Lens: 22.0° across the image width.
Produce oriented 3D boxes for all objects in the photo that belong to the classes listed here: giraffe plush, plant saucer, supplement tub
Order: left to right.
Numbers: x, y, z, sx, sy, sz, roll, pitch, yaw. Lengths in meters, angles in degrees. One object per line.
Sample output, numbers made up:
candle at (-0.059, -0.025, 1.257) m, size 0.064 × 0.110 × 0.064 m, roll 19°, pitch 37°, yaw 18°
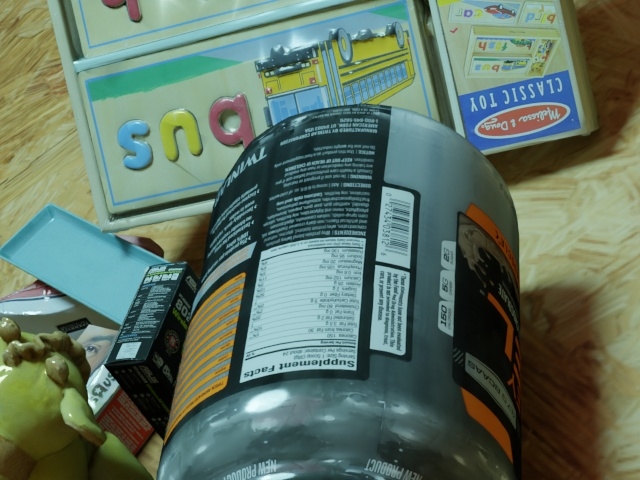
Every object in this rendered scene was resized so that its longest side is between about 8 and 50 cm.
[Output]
giraffe plush at (-0.193, 0.135, 1.092) m, size 0.181 × 0.170 × 0.210 m, roll 13°, pitch 62°, yaw 9°
plant saucer at (-0.185, 0.023, 1.330) m, size 0.192 × 0.018 × 0.067 m, roll 24°, pitch 61°, yaw 41°
supplement tub at (0.017, 0.092, 0.980) m, size 0.207 × 0.207 × 0.338 m, roll -20°, pitch 37°, yaw 23°

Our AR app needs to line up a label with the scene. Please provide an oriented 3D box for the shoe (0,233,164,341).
shoe at (-0.214, 0.048, 1.383) m, size 0.178 × 0.063 × 0.081 m, roll -13°, pitch 38°, yaw 23°

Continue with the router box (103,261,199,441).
router box at (-0.094, 0.089, 1.162) m, size 0.038 × 0.122 × 0.092 m, roll -9°, pitch 43°, yaw 28°

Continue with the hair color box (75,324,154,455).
hair color box at (-0.185, 0.146, 1.238) m, size 0.093 × 0.053 × 0.167 m, roll 7°, pitch 51°, yaw 47°

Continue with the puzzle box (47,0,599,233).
puzzle box at (-0.014, -0.171, 1.257) m, size 0.409 × 0.272 × 0.052 m, roll -12°, pitch 4°, yaw 21°
